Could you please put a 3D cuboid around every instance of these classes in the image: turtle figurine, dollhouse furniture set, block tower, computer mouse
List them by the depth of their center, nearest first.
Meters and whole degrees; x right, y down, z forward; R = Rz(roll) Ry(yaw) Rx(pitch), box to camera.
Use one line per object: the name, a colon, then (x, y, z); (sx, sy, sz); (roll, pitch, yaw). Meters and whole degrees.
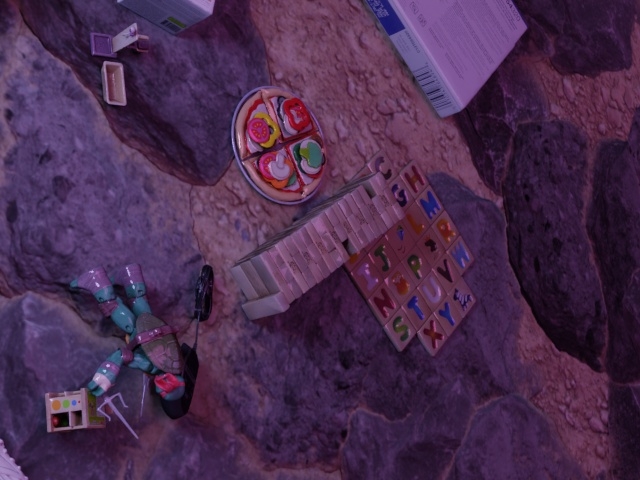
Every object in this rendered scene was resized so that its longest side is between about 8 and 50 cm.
turtle figurine: (-0.244, 0.146, 1.546); (0.234, 0.118, 0.175); (64, 13, 14)
computer mouse: (-0.195, 0.144, 1.657); (0.071, 0.041, 0.242); (76, 21, -57)
dollhouse furniture set: (-0.273, -0.257, 1.669); (0.091, 0.081, 0.114); (2, 78, -42)
block tower: (0.000, 0.000, 1.830); (0.335, 0.091, 0.097); (-38, 102, -39)

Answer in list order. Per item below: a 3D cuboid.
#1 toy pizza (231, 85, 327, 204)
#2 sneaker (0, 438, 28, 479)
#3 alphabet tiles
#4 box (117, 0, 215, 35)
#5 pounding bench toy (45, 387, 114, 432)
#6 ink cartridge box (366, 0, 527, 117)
toy pizza: (-0.060, -0.158, 1.869); (0.201, 0.032, 0.201); (13, 70, -39)
sneaker: (-0.405, 0.280, 1.402); (0.232, 0.090, 0.115); (34, 54, -32)
alphabet tiles: (0.153, 0.021, 2.027); (0.285, 0.011, 0.342); (-45, 109, -39)
box: (-0.219, -0.439, 1.752); (0.114, 0.103, 0.203); (27, 62, -35)
pounding bench toy: (-0.320, 0.226, 1.514); (0.083, 0.065, 0.052); (26, 57, -70)
ink cartridge box: (0.236, -0.454, 2.193); (0.324, 0.071, 0.330); (55, 46, -16)
